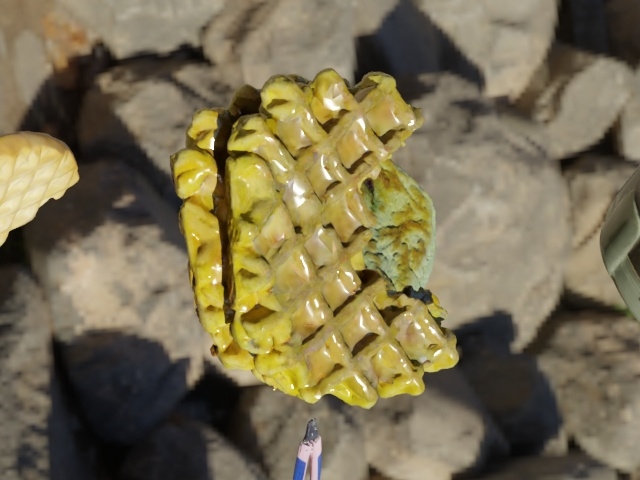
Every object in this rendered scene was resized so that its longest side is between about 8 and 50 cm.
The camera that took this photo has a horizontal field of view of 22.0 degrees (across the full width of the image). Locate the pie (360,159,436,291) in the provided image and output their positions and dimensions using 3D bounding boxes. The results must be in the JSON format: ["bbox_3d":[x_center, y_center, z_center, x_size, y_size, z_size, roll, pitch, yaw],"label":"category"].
[{"bbox_3d":[0.044,-0.010,1.911,0.240,0.054,0.240,16,59,-29],"label":"pie"}]

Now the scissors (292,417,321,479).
[{"bbox_3d":[-0.014,0.247,1.861,0.039,0.012,0.113,-21,130,-35],"label":"scissors"}]

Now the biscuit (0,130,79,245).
[{"bbox_3d":[-0.381,-0.016,1.659,0.040,0.309,0.204,52,-11,15],"label":"biscuit"}]

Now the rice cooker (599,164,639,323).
[{"bbox_3d":[0.502,-0.019,1.820,0.335,0.335,0.325,-75,-169,-46],"label":"rice cooker"}]

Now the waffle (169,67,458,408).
[{"bbox_3d":[0.000,0.000,1.575,0.261,0.151,0.324,-15,95,-28],"label":"waffle"}]
